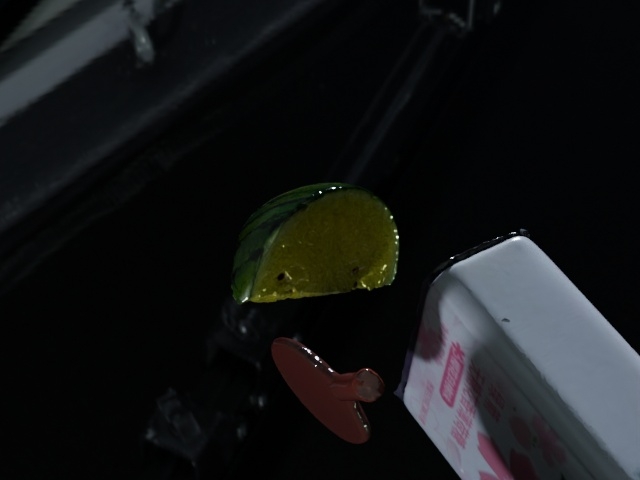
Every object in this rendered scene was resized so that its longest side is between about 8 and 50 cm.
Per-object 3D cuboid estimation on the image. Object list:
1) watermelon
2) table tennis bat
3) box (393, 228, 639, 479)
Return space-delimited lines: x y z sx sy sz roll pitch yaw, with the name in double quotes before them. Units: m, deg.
"watermelon" 0.005 -0.008 0.993 0.181 0.075 0.092 -2 -116 -45
"table tennis bat" 0.007 0.105 0.851 0.019 0.155 0.098 -40 -85 -20
"box" 0.201 0.176 0.860 0.112 0.190 0.369 -22 -124 -23
